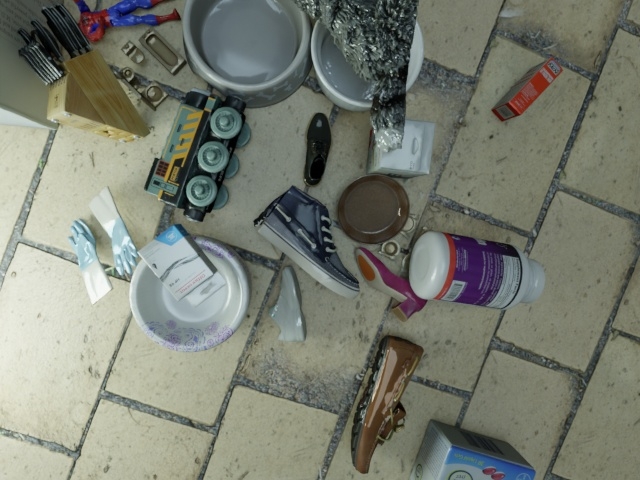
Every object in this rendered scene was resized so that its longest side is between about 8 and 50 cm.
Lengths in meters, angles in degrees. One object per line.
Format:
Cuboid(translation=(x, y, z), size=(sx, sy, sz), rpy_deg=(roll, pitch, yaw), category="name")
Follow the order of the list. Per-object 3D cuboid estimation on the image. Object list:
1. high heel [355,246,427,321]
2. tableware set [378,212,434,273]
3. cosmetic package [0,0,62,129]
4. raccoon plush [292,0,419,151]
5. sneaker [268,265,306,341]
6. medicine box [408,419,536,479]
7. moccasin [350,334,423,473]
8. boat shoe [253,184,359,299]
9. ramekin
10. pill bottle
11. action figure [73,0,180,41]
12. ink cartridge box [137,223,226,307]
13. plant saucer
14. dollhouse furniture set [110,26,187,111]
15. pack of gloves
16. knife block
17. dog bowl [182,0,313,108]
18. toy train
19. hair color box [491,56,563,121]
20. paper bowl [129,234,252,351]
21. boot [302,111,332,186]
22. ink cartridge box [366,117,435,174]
Cuboid(translation=(0.202, 0.099, 1.142), size=(0.117, 0.082, 0.244), rpy_deg=(-36, 83, -30), category="high heel")
Cuboid(translation=(0.252, 0.010, 1.155), size=(0.141, 0.020, 0.168), rpy_deg=(29, 92, -7), category="tableware set")
Cuboid(translation=(-0.803, -0.476, 0.867), size=(0.329, 0.327, 0.393), rpy_deg=(4, 93, -5), category="cosmetic package")
Cuboid(translation=(0.041, -0.425, 0.866), size=(0.299, 0.216, 0.446), rpy_deg=(2, 86, 3), category="raccoon plush")
Cuboid(translation=(-0.098, 0.177, 1.112), size=(0.094, 0.080, 0.212), rpy_deg=(-7, 96, 7), category="sneaker")
Cuboid(translation=(0.408, 0.706, 1.158), size=(0.263, 0.149, 0.289), rpy_deg=(19, 92, -6), category="medicine box")
Cuboid(translation=(0.184, 0.458, 1.134), size=(0.147, 0.139, 0.380), rpy_deg=(20, 83, 2), category="moccasin")
Cuboid(translation=(0.000, 0.000, 1.075), size=(0.340, 0.127, 0.158), rpy_deg=(38, 98, -6), category="boat shoe")
Cuboid(translation=(0.109, -0.467, 1.049), size=(0.277, 0.135, 0.277), rpy_deg=(0, 94, -6), category="ramekin")
Cuboid(translation=(0.414, 0.085, 1.089), size=(0.323, 0.181, 0.181), rpy_deg=(9, 93, -11), category="pill bottle")
Cuboid(translation=(-0.501, -0.561, 0.988), size=(0.280, 0.139, 0.091), rpy_deg=(-16, 94, -1), category="action figure")
Cuboid(translation=(-0.312, 0.063, 0.940), size=(0.104, 0.060, 0.180), rpy_deg=(-38, 96, -3), category="ink cartridge box")
Cuboid(translation=(0.141, -0.085, 1.112), size=(0.199, 0.036, 0.198), rpy_deg=(-1, 110, -3), category="plant saucer")
Cuboid(translation=(-0.426, -0.437, 1.006), size=(0.144, 0.123, 0.151), rpy_deg=(45, 89, -7), category="dollhouse furniture set")
Cuboid(translation=(-0.542, 0.014, 1.038), size=(0.195, 0.046, 0.232), rpy_deg=(-36, 74, 19), category="pack of gloves")
Cuboid(translation=(-0.533, -0.380, 0.948), size=(0.088, 0.276, 0.242), rpy_deg=(-1, 84, 35), category="knife block")
Cuboid(translation=(-0.182, -0.522, 1.035), size=(0.349, 0.102, 0.348), rpy_deg=(0, 94, -6), category="dog bowl")
Cuboid(translation=(-0.307, -0.219, 1.034), size=(0.190, 0.142, 0.334), rpy_deg=(20, 92, 3), category="toy train")
Cuboid(translation=(0.561, -0.408, 1.116), size=(0.053, 0.093, 0.167), rpy_deg=(43, 90, -8), category="hair color box")
Cuboid(translation=(-0.319, 0.127, 1.047), size=(0.284, 0.148, 0.284), rpy_deg=(0, 95, -5), category="paper bowl")
Cuboid(translation=(-0.001, -0.240, 1.054), size=(0.077, 0.137, 0.197), rpy_deg=(2, 93, -6), category="boot")
Cuboid(translation=(0.200, -0.232, 1.053), size=(0.127, 0.176, 0.128), rpy_deg=(5, 93, -6), category="ink cartridge box")
